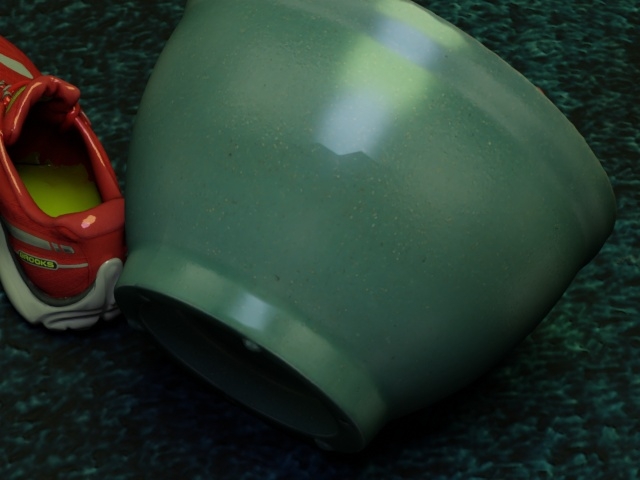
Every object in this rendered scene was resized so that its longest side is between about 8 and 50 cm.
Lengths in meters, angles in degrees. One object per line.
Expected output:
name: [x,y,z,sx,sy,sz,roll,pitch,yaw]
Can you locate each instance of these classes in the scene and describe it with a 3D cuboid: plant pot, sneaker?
plant pot: [0.000,0.000,1.105,0.293,0.293,0.196,27,71,15]
sneaker: [-0.187,-0.070,1.220,0.107,0.118,0.279,-16,51,-28]

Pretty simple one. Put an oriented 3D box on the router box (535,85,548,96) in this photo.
router box: [0.104,-0.078,1.353,0.092,0.038,0.122,20,44,8]
